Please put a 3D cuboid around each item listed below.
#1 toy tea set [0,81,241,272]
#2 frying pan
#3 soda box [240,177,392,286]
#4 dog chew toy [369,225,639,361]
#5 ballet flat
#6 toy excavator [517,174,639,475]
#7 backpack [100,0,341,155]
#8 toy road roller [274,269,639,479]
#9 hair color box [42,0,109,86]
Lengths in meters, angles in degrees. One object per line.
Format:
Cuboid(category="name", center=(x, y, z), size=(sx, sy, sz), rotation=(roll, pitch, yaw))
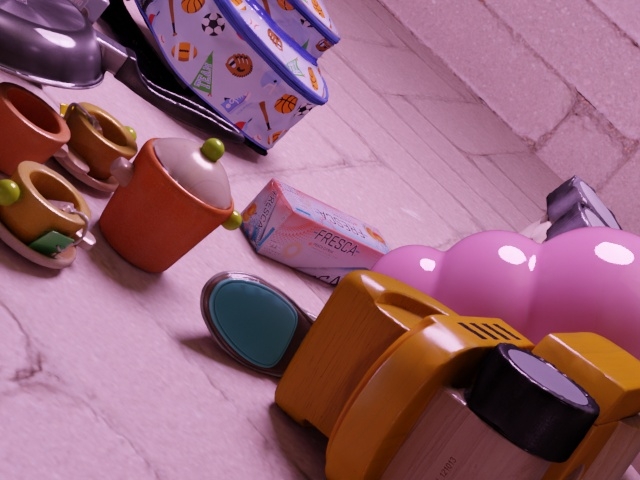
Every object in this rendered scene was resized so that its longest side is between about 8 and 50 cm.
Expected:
Cuboid(category="toy tea set", center=(-0.197, -0.079, 1.110), size=(0.200, 0.124, 0.336), rotation=(48, 18, 19))
Cuboid(category="frying pan", center=(-0.214, -0.160, 1.179), size=(0.326, 0.053, 0.197), rotation=(29, 19, -3))
Cuboid(category="soda box", center=(0.000, 0.000, 1.466), size=(0.183, 0.063, 0.058), rotation=(25, 25, -44))
Cuboid(category="dog chew toy", center=(0.194, 0.080, 1.381), size=(0.332, 0.206, 0.206), rotation=(6, 13, 11))
Cuboid(category="ballet flat", center=(-0.035, 0.085, 1.205), size=(0.213, 0.072, 0.068), rotation=(31, -7, -34))
Cuboid(category="toy excavator", center=(0.345, 0.190, 1.576), size=(0.445, 0.222, 0.433), rotation=(50, 17, -6))
Cuboid(category="backpack", center=(-0.097, -0.245, 1.635), size=(0.276, 0.213, 0.263), rotation=(28, 32, -47))
Cuboid(category="toy road roller", center=(0.117, 0.143, 1.162), size=(0.241, 0.202, 0.329), rotation=(38, 14, 26))
Cuboid(category="hair color box", center=(-0.340, -0.326, 1.420), size=(0.185, 0.113, 0.374), rotation=(31, 20, -31))
